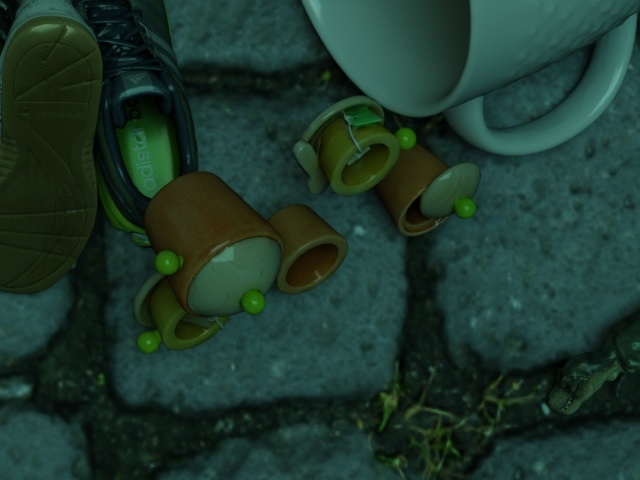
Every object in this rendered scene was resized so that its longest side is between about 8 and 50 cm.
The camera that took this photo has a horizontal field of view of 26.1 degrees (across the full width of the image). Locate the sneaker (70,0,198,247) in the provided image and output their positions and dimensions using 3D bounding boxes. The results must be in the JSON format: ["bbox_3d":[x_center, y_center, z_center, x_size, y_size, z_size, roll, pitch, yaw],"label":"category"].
[{"bbox_3d":[-0.160,-0.144,1.171,0.111,0.121,0.300,-19,91,-14],"label":"sneaker"}]

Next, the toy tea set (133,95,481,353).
[{"bbox_3d":[0.000,0.000,1.158,0.336,0.200,0.124,-28,59,-17],"label":"toy tea set"}]

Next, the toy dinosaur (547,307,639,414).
[{"bbox_3d":[0.340,0.095,1.311,0.268,0.064,0.118,-40,89,-16],"label":"toy dinosaur"}]

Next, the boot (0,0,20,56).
[{"bbox_3d":[-0.294,-0.277,1.127,0.348,0.131,0.260,-41,111,-21],"label":"boot"}]

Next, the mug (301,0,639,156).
[{"bbox_3d":[0.180,-0.249,1.209,0.328,0.276,0.374,-25,123,-24],"label":"mug"}]

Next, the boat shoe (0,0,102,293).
[{"bbox_3d":[-0.228,-0.079,1.124,0.098,0.096,0.277,6,128,-20],"label":"boat shoe"}]
